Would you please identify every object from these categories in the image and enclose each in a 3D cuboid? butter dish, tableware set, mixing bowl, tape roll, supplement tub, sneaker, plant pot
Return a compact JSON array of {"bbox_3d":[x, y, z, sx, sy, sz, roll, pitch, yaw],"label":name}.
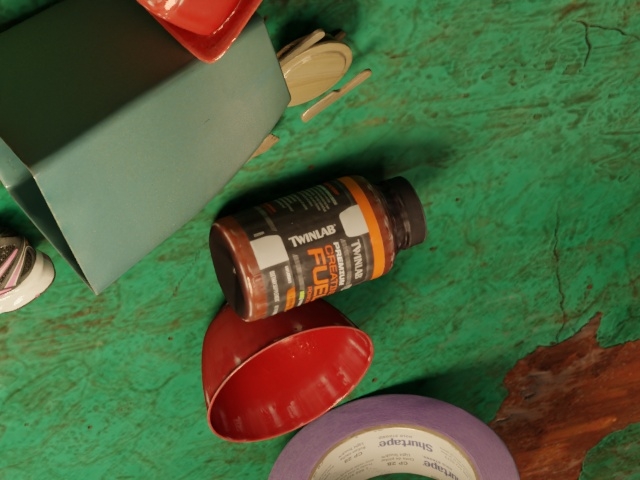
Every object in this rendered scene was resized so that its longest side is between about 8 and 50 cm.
[{"bbox_3d":[-0.115,-0.239,1.517,0.160,0.160,0.118,-54,156,23],"label":"butter dish"},{"bbox_3d":[-0.060,-0.128,1.780,0.194,0.039,0.128,-35,157,11],"label":"tableware set"},{"bbox_3d":[-0.050,0.108,1.973,0.181,0.098,0.181,-22,147,-15],"label":"mixing bowl"},{"bbox_3d":[0.080,0.298,2.125,0.275,0.275,0.090,-22,138,-13],"label":"tape roll"},{"bbox_3d":[0.000,0.000,1.899,0.198,0.106,0.106,-20,139,-16],"label":"supplement tub"},{"bbox_3d":[-0.330,0.047,1.767,0.178,0.072,0.077,-38,129,-7],"label":"sneaker"},{"bbox_3d":[-0.155,-0.113,1.645,0.234,0.166,0.165,-36,142,-13],"label":"plant pot"}]
